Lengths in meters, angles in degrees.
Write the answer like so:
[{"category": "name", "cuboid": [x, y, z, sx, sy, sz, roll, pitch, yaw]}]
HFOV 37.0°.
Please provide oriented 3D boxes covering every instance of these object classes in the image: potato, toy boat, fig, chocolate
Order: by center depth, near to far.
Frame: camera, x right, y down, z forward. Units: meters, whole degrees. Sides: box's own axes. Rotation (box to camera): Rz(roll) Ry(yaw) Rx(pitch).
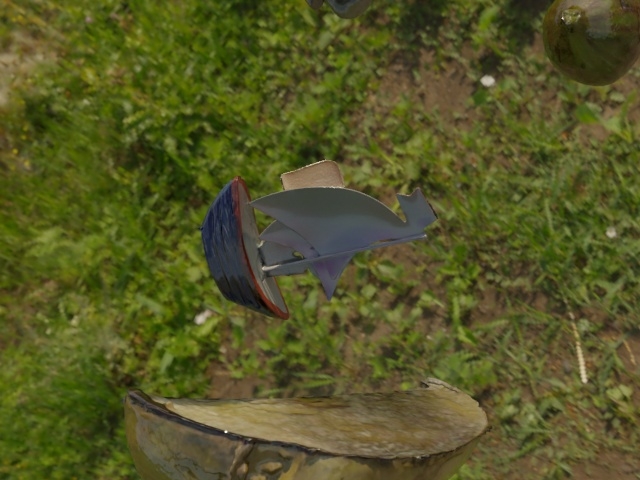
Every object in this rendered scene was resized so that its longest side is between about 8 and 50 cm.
[{"category": "potato", "cuboid": [0.008, 0.151, 0.583, 0.120, 0.261, 0.100, 25, 104, 49]}, {"category": "fig", "cuboid": [0.264, -0.211, 0.942, 0.103, 0.155, 0.109, -27, 72, 29]}, {"category": "toy boat", "cuboid": [-0.025, -0.015, 1.264, 0.318, 0.219, 0.072, -32, 22, 27]}, {"category": "chocolate", "cuboid": [-0.013, -0.093, 1.575, 0.101, 0.031, 0.064, -23, 77, -9]}]

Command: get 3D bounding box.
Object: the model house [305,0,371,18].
[{"category": "model house", "cuboid": [-0.042, -0.321, 0.850, 0.122, 0.188, 0.229, -44, 57, 28]}]
